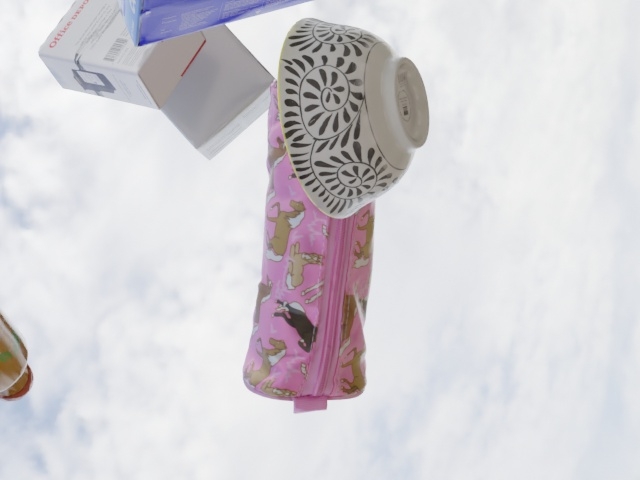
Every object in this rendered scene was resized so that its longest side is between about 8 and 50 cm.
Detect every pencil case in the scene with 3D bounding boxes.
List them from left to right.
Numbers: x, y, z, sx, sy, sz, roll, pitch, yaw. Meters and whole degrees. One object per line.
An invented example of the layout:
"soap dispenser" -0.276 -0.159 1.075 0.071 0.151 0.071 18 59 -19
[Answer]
"pencil case" 0.000 0.000 1.215 0.167 0.160 0.386 -13 -67 -62

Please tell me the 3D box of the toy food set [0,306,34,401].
"toy food set" -0.153 0.145 0.473 0.232 0.111 0.104 61 170 23

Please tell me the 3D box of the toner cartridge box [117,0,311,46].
"toner cartridge box" -0.083 -0.362 1.341 0.347 0.165 0.075 -19 -105 -19

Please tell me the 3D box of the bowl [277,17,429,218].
"bowl" 0.040 -0.106 0.849 0.170 0.080 0.170 26 -120 -60

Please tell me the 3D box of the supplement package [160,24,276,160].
"supplement package" -0.238 -0.325 2.022 0.204 0.262 0.145 -42 -6 -1

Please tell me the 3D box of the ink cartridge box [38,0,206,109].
"ink cartridge box" -0.352 -0.344 1.841 0.172 0.237 0.100 -61 -31 -24
